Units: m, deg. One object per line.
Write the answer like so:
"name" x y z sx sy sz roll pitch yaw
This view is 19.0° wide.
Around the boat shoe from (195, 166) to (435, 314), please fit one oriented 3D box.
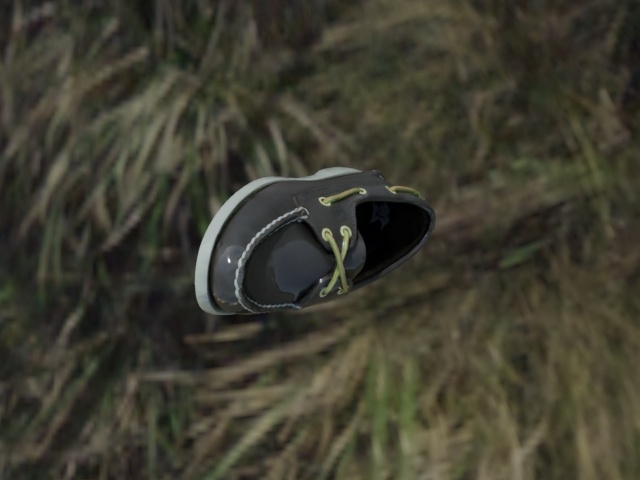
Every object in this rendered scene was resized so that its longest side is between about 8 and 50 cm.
"boat shoe" 0.000 0.000 1.209 0.068 0.227 0.081 14 109 24
